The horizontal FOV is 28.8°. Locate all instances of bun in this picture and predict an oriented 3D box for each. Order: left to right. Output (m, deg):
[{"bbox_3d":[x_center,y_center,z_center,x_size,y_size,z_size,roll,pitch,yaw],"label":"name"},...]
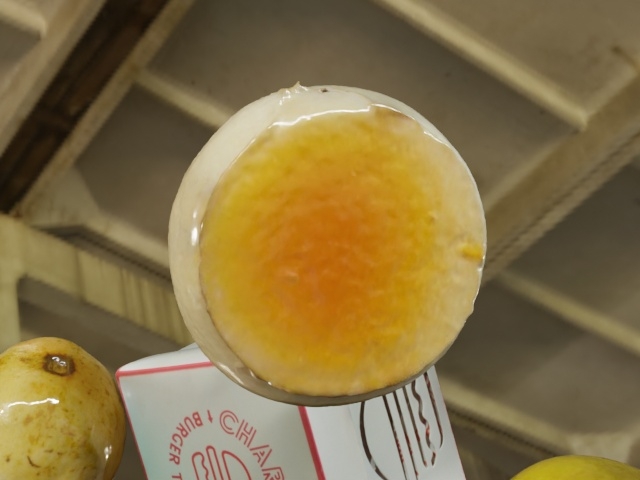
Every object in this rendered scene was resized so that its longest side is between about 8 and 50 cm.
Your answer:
[{"bbox_3d":[0.000,0.000,1.164,0.299,0.299,0.165,-3,6,-16],"label":"bun"}]

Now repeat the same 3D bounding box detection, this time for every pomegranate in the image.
[{"bbox_3d":[-0.286,0.203,1.264,0.196,0.196,0.196,-10,-35,-7],"label":"pomegranate"}]

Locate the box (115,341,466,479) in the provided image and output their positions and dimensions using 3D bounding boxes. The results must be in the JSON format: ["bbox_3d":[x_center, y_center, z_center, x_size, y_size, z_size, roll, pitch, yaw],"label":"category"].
[{"bbox_3d":[-0.030,0.261,1.661,0.312,0.314,0.300,-11,8,38],"label":"box"}]

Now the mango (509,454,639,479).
[{"bbox_3d":[0.277,0.418,1.160,0.220,0.445,0.301,-7,18,46],"label":"mango"}]
